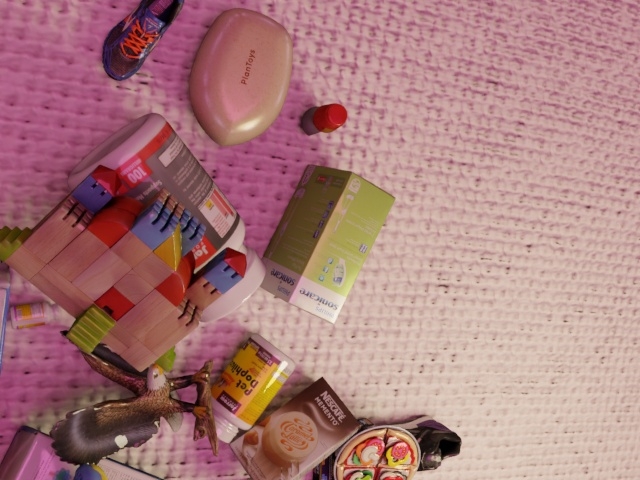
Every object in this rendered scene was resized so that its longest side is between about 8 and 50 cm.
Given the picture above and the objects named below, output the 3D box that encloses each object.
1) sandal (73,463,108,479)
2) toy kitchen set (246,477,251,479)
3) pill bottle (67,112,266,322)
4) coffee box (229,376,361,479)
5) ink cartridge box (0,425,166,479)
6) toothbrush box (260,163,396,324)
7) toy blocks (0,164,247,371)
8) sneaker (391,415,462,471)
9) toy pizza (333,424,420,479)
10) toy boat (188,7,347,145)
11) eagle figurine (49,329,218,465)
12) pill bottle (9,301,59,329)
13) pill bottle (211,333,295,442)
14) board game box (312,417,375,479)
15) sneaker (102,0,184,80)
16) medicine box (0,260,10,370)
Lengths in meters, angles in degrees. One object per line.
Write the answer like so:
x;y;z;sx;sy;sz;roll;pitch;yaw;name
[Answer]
-0.446;0.530;1.204;0.138;0.126;0.317;23;73;-25;sandal
-0.180;0.600;1.520;0.207;0.166;0.122;-1;99;-26;toy kitchen set
-0.271;-0.035;1.340;0.210;0.210;0.363;-42;114;-13;pill bottle
-0.054;0.425;1.553;0.246;0.098;0.141;-35;70;-17;coffee box
-0.434;0.552;1.367;0.395;0.151;0.270;32;68;-25;ink cartridge box
0.000;0.000;1.479;0.122;0.206;0.283;29;85;-27;toothbrush box
-0.302;0.030;1.175;0.261;0.190;0.381;-39;110;19;toy blocks
0.212;0.488;1.678;0.283;0.124;0.107;-13;106;-37;sneaker
0.128;0.496;1.589;0.201;0.032;0.201;-5;112;-13;toy pizza
-0.103;-0.288;1.428;0.318;0.148;0.267;22;84;-20;toy boat
-0.347;0.285;1.355;0.298;0.226;0.225;4;105;-21;eagle figurine
-0.529;0.138;1.340;0.083;0.043;0.043;-6;102;-25;pill bottle
-0.157;0.310;1.507;0.117;0.117;0.215;41;80;-26;pill bottle
0.054;0.511;1.683;0.141;0.048;0.170;-3;100;-27;board game box
-0.323;-0.390;1.321;0.083;0.087;0.221;33;84;-26;sneaker
-0.596;0.162;1.174;0.149;0.289;0.263;6;96;-24;medicine box
